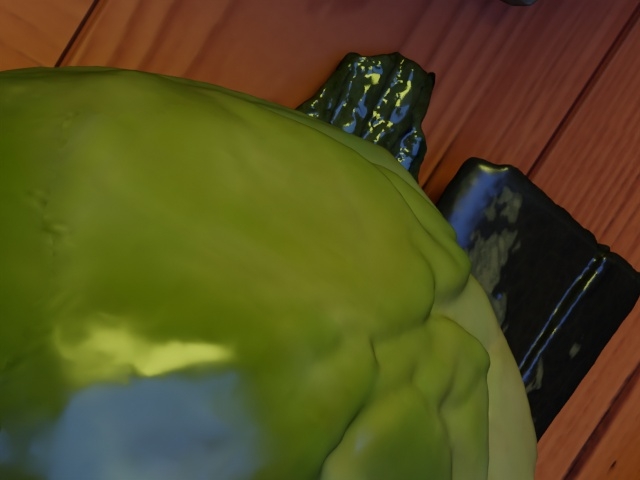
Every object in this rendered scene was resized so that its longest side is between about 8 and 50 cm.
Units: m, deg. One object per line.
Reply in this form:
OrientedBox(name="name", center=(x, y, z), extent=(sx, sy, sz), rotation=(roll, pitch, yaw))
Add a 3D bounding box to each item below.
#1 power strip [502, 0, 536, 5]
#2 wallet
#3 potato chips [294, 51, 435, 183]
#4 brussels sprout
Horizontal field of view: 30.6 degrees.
OrientedBox(name="power strip", center=(0.035, -0.221, 0.538), extent=(0.286, 0.048, 0.080), rotation=(39, 91, -24))
OrientedBox(name="wallet", center=(0.048, 0.120, 0.640), extent=(0.170, 0.044, 0.321), rotation=(32, 96, -36))
OrientedBox(name="potato chips", center=(0.000, 0.000, 0.605), extent=(0.092, 0.028, 0.207), rotation=(14, 103, -32))
OrientedBox(name="brussels sprout", center=(-0.090, 0.073, 0.479), extent=(0.344, 0.268, 0.344), rotation=(-13, 133, -14))
